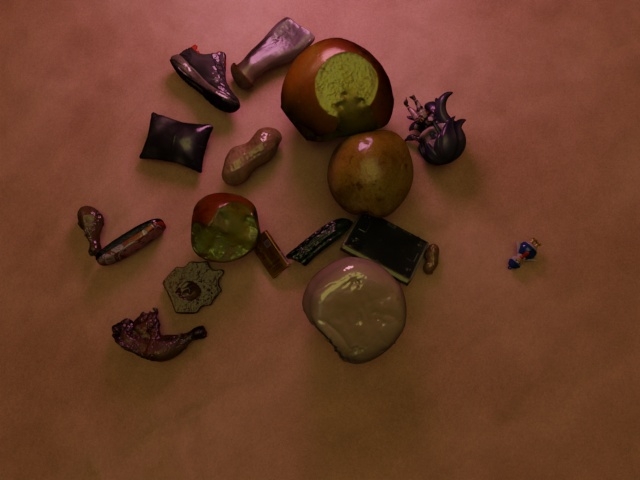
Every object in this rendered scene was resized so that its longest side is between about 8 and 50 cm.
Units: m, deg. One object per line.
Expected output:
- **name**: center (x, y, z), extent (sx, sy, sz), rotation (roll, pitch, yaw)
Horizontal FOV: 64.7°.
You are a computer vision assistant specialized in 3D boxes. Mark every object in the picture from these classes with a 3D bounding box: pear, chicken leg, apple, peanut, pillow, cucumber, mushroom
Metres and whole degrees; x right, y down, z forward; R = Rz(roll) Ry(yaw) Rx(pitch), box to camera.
- **pear**: center (0.173, -0.220, 1.728), extent (0.304, 0.304, 0.303), rotation (0, 80, 1)
- **chicken leg**: center (-0.823, -0.034, 1.826), extent (0.085, 0.069, 0.197), rotation (-2, 70, -44)
- **chicken leg**: center (-0.567, 0.335, 1.764), extent (0.323, 0.083, 0.177), rotation (19, 66, 7)
- **apple**: center (0.050, -0.493, 1.747), extent (0.374, 0.374, 0.384), rotation (-42, 68, -5)
- **peanut**: center (-0.257, -0.314, 1.853), extent (0.274, 0.111, 0.125), rotation (-42, 67, -9)
- **pillow**: center (-0.535, -0.364, 1.866), extent (0.250, 0.106, 0.185), rotation (13, 88, 6)
- **cucumber**: center (0.000, -0.001, 1.806), extent (0.265, 0.077, 0.077), rotation (-40, 82, -5)
- **mushroom**: center (-0.190, -0.699, 1.900), extent (0.329, 0.122, 0.159), rotation (-40, 45, -3)
- **peanut**: center (0.394, 0.066, 1.797), extent (0.054, 0.054, 0.113), rotation (11, 81, 3)
- **apple**: center (-0.321, -0.045, 1.735), extent (0.227, 0.246, 0.245), rotation (-2, 80, -1)

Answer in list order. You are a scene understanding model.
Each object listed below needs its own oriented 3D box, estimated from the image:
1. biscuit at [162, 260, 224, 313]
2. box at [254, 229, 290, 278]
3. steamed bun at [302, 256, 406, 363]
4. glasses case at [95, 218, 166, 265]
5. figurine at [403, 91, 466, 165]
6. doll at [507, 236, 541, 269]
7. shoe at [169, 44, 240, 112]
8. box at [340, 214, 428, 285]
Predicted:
- **biscuit**: center (-0.443, 0.159, 1.809), extent (0.215, 0.034, 0.182), rotation (-26, 81, -5)
- **box**: center (-0.181, 0.050, 1.808), extent (0.089, 0.022, 0.156), rotation (-41, 79, 23)
- **steamed bun**: center (0.115, 0.216, 1.685), extent (0.312, 0.233, 0.333), rotation (-32, 99, -5)
- **glasses case**: center (-0.677, 0.006, 1.807), extent (0.267, 0.103, 0.067), rotation (-34, 82, -3)
- **figurine**: center (0.416, -0.402, 1.819), extent (0.197, 0.175, 0.264), rotation (-9, 88, -5)
- **doll**: center (0.717, 0.051, 1.789), extent (0.143, 0.057, 0.098), rotation (-43, 91, 0)
- **shoe**: center (-0.397, -0.623, 1.900), extent (0.336, 0.132, 0.171), rotation (40, 81, 13)
- **box**: center (0.229, 0.017, 1.781), extent (0.270, 0.045, 0.210), rotation (30, 61, 7)
